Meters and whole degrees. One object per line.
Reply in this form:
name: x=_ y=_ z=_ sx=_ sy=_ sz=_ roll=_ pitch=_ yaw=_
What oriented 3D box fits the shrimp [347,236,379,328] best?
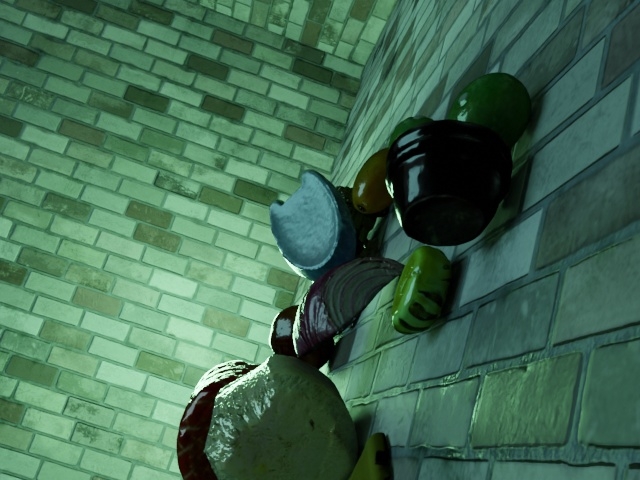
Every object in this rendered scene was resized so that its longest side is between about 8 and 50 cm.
shrimp: x=0.097 y=0.109 z=1.816 sx=0.143 sy=0.052 sz=0.251 roll=-107 pitch=29 yaw=-61

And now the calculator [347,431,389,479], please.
calculator: x=0.067 y=0.409 z=1.117 sx=0.236 sy=0.033 sz=0.157 roll=-86 pitch=17 yaw=-64

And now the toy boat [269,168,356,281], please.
toy boat: x=-0.005 y=-0.026 z=1.880 sx=0.215 sy=0.123 sz=0.330 roll=-43 pitch=47 yaw=13

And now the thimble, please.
thimble: x=-0.174 y=0.472 z=1.762 sx=0.230 sy=0.350 sz=0.350 roll=-113 pitch=42 yaw=-84

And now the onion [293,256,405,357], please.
onion: x=0.026 y=0.120 z=1.493 sx=0.250 sy=0.111 sz=0.247 roll=-41 pitch=1 yaw=-33

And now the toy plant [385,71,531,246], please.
toy plant: x=0.187 y=-0.119 z=1.027 sx=0.218 sy=0.175 sz=0.235 roll=-17 pitch=47 yaw=34

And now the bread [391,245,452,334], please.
bread: x=0.158 y=0.079 z=1.140 sx=0.130 sy=0.071 sz=0.139 roll=123 pitch=167 yaw=-57

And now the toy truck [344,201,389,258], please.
toy truck: x=0.087 y=-0.026 z=1.942 sx=0.127 sy=0.127 sz=0.257 roll=-86 pitch=20 yaw=-75

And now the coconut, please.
coconut: x=-0.084 y=0.377 z=1.433 sx=0.309 sy=0.298 sz=0.297 roll=171 pitch=118 yaw=-80

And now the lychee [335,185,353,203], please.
lychee: x=0.063 y=-0.091 z=2.181 sx=0.171 sy=0.171 sz=0.171 roll=-161 pitch=90 yaw=-85

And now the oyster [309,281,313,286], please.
oyster: x=0.003 y=0.192 z=2.225 sx=0.260 sy=0.092 sz=0.198 roll=-23 pitch=44 yaw=59

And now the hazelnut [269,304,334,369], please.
hazelnut: x=-0.050 y=0.275 z=1.988 sx=0.204 sy=0.178 sz=0.178 roll=85 pitch=-163 yaw=-55

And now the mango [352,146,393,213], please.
mango: x=0.154 y=-0.159 z=1.805 sx=0.138 sy=0.113 sz=0.253 roll=-53 pitch=5 yaw=40
